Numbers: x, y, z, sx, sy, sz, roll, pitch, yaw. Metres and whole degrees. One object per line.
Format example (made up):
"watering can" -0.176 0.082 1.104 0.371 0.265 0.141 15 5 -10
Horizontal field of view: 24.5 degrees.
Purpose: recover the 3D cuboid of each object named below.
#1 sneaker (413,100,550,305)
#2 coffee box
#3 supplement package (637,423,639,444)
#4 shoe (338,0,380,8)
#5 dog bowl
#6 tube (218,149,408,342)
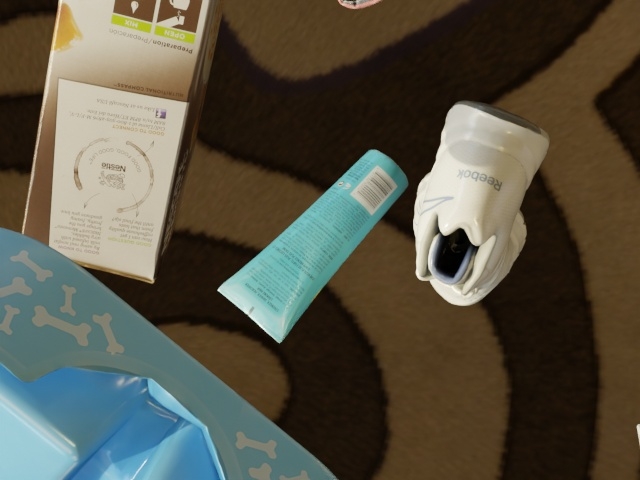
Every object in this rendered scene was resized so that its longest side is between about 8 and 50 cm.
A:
"sneaker" 0.119 -0.005 1.295 0.111 0.297 0.129 19 67 11
"coffee box" -0.127 -0.116 1.006 0.098 0.141 0.246 14 115 -2
"supplement package" 0.375 0.249 1.378 0.105 0.179 0.105 -12 116 -2
"shoe" 0.096 -0.301 1.562 0.178 0.081 0.063 -29 98 16
"dog bowl" -0.100 0.107 0.708 0.297 0.166 0.074 39 53 -4
"tube" 0.000 0.000 1.421 0.080 0.052 0.207 37 71 20
